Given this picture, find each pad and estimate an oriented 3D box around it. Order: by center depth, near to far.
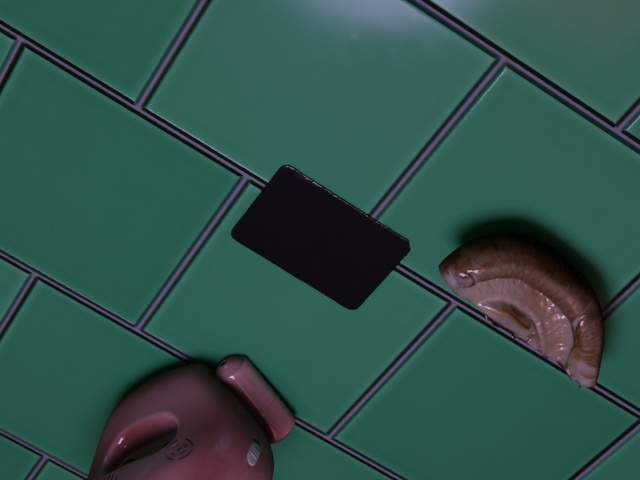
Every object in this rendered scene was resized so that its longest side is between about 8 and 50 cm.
[{"bbox_3d":[0.000,0.000,1.216,0.157,0.003,0.112,32,124,-12],"label":"pad"}]

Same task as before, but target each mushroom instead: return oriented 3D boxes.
[{"bbox_3d":[0.212,0.057,1.173,0.210,0.072,0.094,35,125,-18],"label":"mushroom"}]

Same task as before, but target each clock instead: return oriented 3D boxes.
[{"bbox_3d":[-0.166,0.253,1.281,0.227,0.241,0.142,-28,112,27],"label":"clock"}]
